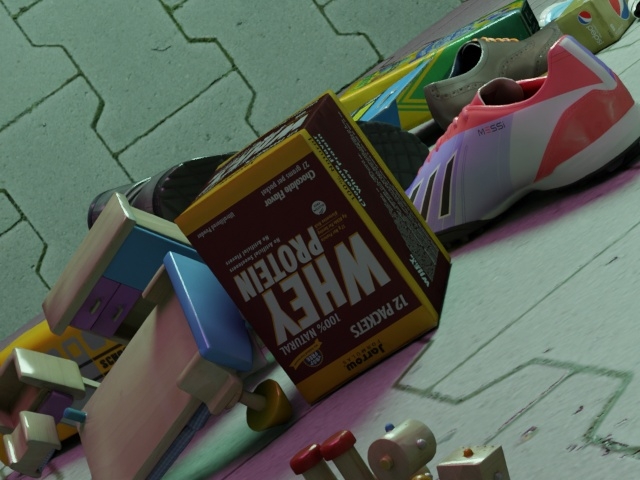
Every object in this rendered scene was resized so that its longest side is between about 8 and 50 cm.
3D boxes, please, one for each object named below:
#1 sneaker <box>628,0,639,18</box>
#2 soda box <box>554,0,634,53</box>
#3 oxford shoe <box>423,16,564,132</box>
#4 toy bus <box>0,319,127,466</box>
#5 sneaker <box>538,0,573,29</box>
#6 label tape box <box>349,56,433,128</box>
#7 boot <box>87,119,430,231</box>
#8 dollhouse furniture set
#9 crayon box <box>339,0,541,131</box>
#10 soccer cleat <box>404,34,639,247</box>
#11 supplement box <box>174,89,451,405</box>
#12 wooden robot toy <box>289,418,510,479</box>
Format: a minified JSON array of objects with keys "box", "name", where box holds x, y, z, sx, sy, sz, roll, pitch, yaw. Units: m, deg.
[{"box":[0.410,-0.296,2.051,0.083,0.032,0.037,-37,21,24],"name":"sneaker"},{"box":[0.356,-0.292,2.111,0.058,0.061,0.181,-30,10,37],"name":"soda box"},{"box":[0.230,-0.218,2.070,0.271,0.098,0.097,-41,10,-35],"name":"oxford shoe"},{"box":[-0.256,0.137,1.900,0.333,0.130,0.108,-29,10,35],"name":"toy bus"},{"box":[0.366,-0.312,2.262,0.162,0.063,0.073,-44,29,-26],"name":"sneaker"},{"box":[0.009,-0.072,2.106,0.334,0.106,0.240,-31,9,26],"name":"label tape box"},{"box":[-0.063,-0.057,1.817,0.338,0.118,0.223,-3,-2,-27],"name":"boot"},{"box":[-0.127,0.157,1.516,0.286,0.198,0.303,-55,34,18],"name":"dollhouse furniture set"},{"box":[0.146,-0.215,2.298,0.323,0.083,0.203,-27,8,13],"name":"crayon box"},{"box":[0.155,-0.082,1.534,0.318,0.116,0.108,-27,13,50],"name":"soccer cleat"},{"box":[0.000,0.000,1.432,0.129,0.191,0.194,-33,9,15],"name":"supplement box"},{"box":[0.039,0.134,0.962,0.173,0.076,0.079,-28,0,38],"name":"wooden robot toy"}]
